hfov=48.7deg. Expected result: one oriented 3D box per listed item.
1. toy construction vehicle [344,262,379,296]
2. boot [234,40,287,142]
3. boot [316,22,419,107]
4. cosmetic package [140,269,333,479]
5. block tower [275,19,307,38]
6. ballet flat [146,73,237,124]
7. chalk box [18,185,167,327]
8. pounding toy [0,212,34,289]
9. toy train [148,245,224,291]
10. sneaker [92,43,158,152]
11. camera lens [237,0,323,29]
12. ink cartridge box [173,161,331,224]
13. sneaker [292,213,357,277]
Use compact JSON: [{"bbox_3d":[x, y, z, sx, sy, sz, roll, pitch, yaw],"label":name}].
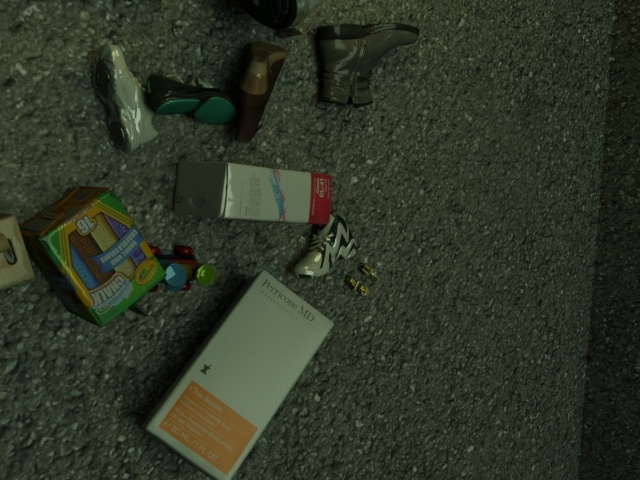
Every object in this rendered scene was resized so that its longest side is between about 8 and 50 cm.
[{"bbox_3d":[0.125,0.116,2.074,0.098,0.035,0.086,45,67,-34],"label":"toy construction vehicle"},{"bbox_3d":[-0.157,-0.369,1.739,0.248,0.090,0.206,-72,179,-61],"label":"boot"},{"bbox_3d":[0.131,-0.488,1.973,0.338,0.118,0.222,-11,106,-28],"label":"boot"},{"bbox_3d":[-0.195,0.321,1.690,0.230,0.161,0.453,37,68,-7],"label":"cosmetic package"},{"bbox_3d":[-0.160,-0.635,1.705,0.335,0.091,0.097,38,71,-37],"label":"block tower"},{"bbox_3d":[-0.289,-0.331,1.612,0.280,0.095,0.096,-3,65,-63],"label":"ballet flat"},{"bbox_3d":[-0.462,0.054,1.471,0.179,0.180,0.289,-41,118,-30],"label":"chalk box"},{"bbox_3d":[-0.603,-0.005,1.325,0.094,0.206,0.181,-23,109,-37],"label":"pounding toy"},{"bbox_3d":[-0.290,0.071,1.642,0.248,0.143,0.105,1,95,-40],"label":"toy train"},{"bbox_3d":[-0.416,-0.315,1.538,0.115,0.090,0.232,-31,124,-41],"label":"sneaker"},{"bbox_3d":[-0.060,-0.627,1.587,0.274,0.219,0.219,-49,123,-25],"label":"camera lens"},{"bbox_3d":[-0.158,-0.110,1.681,0.306,0.226,0.131,5,92,-41],"label":"ink cartridge box"},{"bbox_3d":[0.000,0.000,1.917,0.235,0.094,0.153,-26,110,-36],"label":"sneaker"}]
